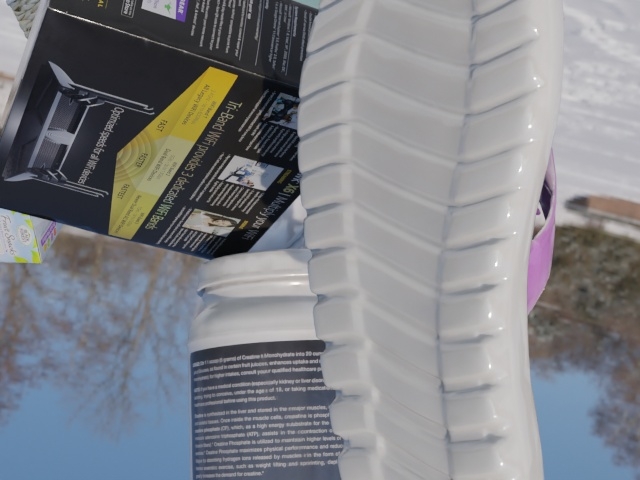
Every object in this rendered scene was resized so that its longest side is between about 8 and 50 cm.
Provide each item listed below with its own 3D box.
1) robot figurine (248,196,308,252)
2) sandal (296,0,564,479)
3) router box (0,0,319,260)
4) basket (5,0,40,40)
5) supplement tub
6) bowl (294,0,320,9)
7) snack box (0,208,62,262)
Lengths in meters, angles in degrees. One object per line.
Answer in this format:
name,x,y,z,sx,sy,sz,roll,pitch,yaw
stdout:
robot figurine,0.000,0.000,1.604,0.353,0.300,0.199,40,-152,-25
sandal,0.073,-0.007,0.621,0.169,0.416,0.102,9,-169,42
router box,-0.127,-0.096,0.890,0.243,0.081,0.309,16,151,-20
basket,-0.329,-0.330,1.509,0.167,0.103,0.113,-24,177,24
supplement tub,-0.023,0.156,0.977,0.191,0.272,0.191,-2,169,0
bowl,-0.025,-0.317,1.659,0.163,0.311,0.311,22,-174,4
snack box,-0.355,-0.052,1.092,0.207,0.070,0.174,0,-146,8
